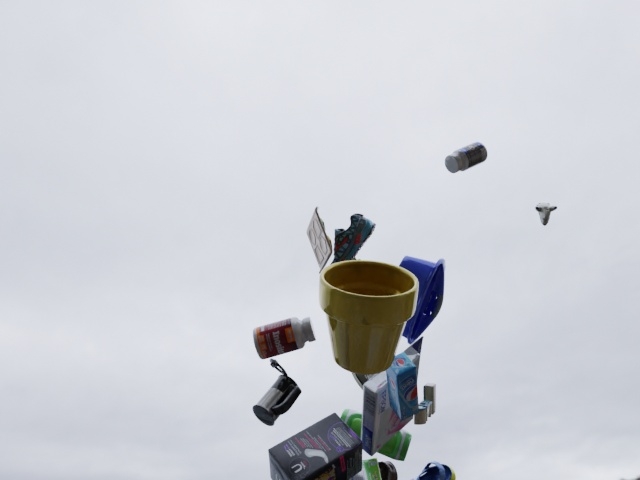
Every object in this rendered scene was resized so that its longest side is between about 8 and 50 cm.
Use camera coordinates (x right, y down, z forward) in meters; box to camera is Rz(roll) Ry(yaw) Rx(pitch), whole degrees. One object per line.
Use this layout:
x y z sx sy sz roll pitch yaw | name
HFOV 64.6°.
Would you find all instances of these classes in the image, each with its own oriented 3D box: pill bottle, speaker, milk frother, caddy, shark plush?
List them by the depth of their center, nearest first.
-0.092 0.248 1.310 0.151 0.086 0.086 -17 -41 1 | pill bottle
-0.144 0.451 1.521 0.143 0.135 0.129 45 -43 2 | milk frother
0.496 -0.282 1.731 0.137 0.078 0.078 -25 -33 -24 | pill bottle
0.364 0.215 1.883 0.179 0.342 0.241 22 4 25 | caddy
0.826 -0.106 1.895 0.073 0.161 0.067 -4 -74 6 | shark plush
0.223 0.806 2.110 0.296 0.131 0.131 17 -36 17 | speaker

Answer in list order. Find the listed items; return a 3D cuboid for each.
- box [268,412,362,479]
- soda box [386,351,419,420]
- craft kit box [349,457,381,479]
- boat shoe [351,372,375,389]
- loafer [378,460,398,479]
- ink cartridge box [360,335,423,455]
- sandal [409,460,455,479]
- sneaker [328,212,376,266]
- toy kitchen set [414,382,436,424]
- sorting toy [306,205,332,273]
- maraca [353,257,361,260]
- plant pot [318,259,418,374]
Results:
-0.014 0.716 1.648 0.270 0.165 0.143 -18 -57 -30 | box
0.246 0.439 1.518 0.067 0.071 0.210 -22 -55 -15 | soda box
0.084 0.825 1.649 0.246 0.250 0.061 -12 -76 2 | craft kit box
0.162 0.424 1.832 0.091 0.305 0.109 -36 -67 13 | boat shoe
0.158 1.032 2.050 0.366 0.134 0.130 -41 -50 -7 | loafer
0.274 0.548 1.788 0.330 0.071 0.324 -27 -50 -35 | ink cartridge box
0.421 1.032 2.135 0.317 0.126 0.138 -34 -47 -12 | sandal
0.096 0.008 1.944 0.125 0.104 0.262 39 -77 9 | sneaker
0.380 0.675 2.127 0.166 0.122 0.207 0 -2 26 | toy kitchen set
0.000 0.000 1.933 0.038 0.208 0.193 -10 -23 -17 | sorting toy
0.137 0.159 2.157 0.127 0.099 0.186 -16 -78 -24 | maraca
0.119 0.203 1.325 0.253 0.254 0.239 0 -71 -4 | plant pot
